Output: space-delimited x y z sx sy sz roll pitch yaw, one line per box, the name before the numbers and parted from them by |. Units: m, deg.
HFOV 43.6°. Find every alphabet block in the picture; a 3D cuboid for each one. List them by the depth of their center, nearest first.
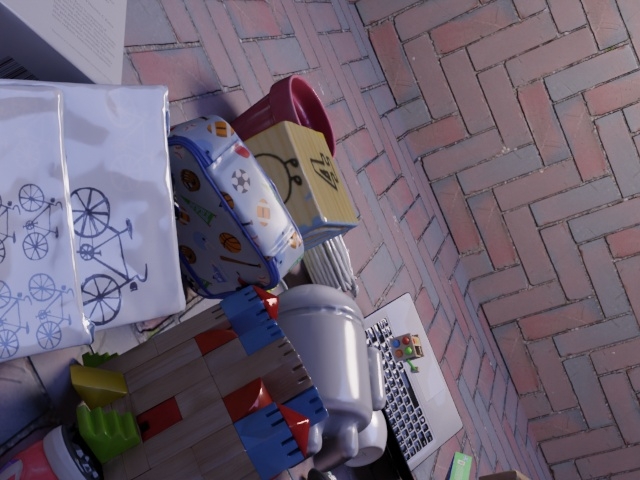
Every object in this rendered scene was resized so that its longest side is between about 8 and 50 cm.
alphabet block | -0.070 -0.082 1.469 0.197 0.192 0.193 67 18 9

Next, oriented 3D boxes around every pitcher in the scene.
pitcher | 0.069 0.363 1.655 0.178 0.125 0.207 55 12 -49

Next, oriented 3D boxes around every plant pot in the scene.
plant pot | -0.091 -0.229 1.713 0.201 0.180 0.201 51 28 -41

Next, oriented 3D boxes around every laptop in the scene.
laptop | 0.220 0.351 1.829 0.408 0.236 0.382 -26 96 -40

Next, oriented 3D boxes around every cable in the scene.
cable | 0.000 0.000 1.779 0.257 0.089 0.257 58 14 -70

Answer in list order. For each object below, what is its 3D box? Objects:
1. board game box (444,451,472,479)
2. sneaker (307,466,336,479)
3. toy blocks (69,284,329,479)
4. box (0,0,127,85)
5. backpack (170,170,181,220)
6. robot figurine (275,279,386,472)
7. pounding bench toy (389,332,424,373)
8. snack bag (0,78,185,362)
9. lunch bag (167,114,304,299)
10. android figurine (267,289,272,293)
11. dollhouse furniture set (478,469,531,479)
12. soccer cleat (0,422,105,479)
board game box | 0.276 0.650 1.807 0.317 0.046 0.213 -45 152 -68
sneaker | 0.004 0.493 1.446 0.076 0.065 0.166 18 53 -59
toy blocks | -0.119 0.197 0.928 0.381 0.261 0.190 47 -17 60
box | -0.396 -0.339 1.089 0.215 0.168 0.345 43 34 -49
backpack | -0.302 -0.065 1.100 0.173 0.158 0.117 31 33 -41
robot figurine | -0.014 0.228 1.442 0.300 0.200 0.353 18 52 -28
pounding bench toy | 0.193 0.251 1.759 0.065 0.052 0.083 19 53 -63
snack bag | -0.300 -0.030 0.950 0.342 0.037 0.323 -8 95 -47
lunch bag | -0.179 -0.039 1.267 0.115 0.243 0.303 -48 118 -42
android figurine | -0.145 -0.005 1.553 0.248 0.056 0.272 36 37 -56
dollhouse furniture set | 0.236 0.644 1.399 0.256 0.394 0.362 43 34 -50
soccer cleat | -0.264 0.330 0.917 0.108 0.116 0.318 51 -14 44
